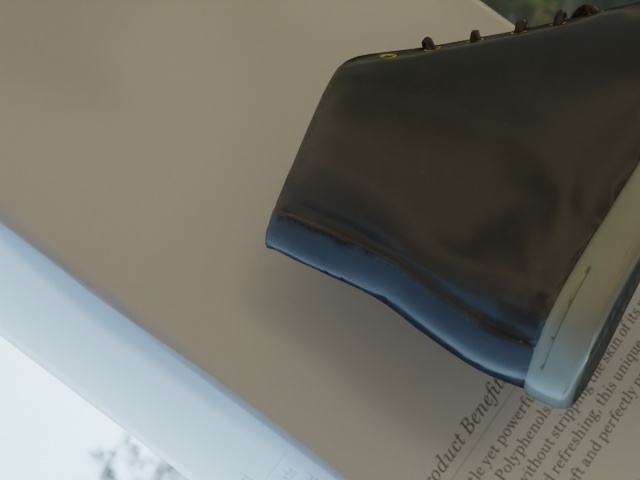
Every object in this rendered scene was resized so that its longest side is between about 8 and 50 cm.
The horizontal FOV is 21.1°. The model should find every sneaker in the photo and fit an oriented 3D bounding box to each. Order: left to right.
[{"bbox_3d":[0.078,-0.057,0.581,0.118,0.222,0.083,27,143,12],"label":"sneaker"}]

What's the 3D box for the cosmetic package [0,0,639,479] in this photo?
[{"bbox_3d":[0.000,0.000,0.680,0.365,0.197,0.155,37,158,5],"label":"cosmetic package"}]
